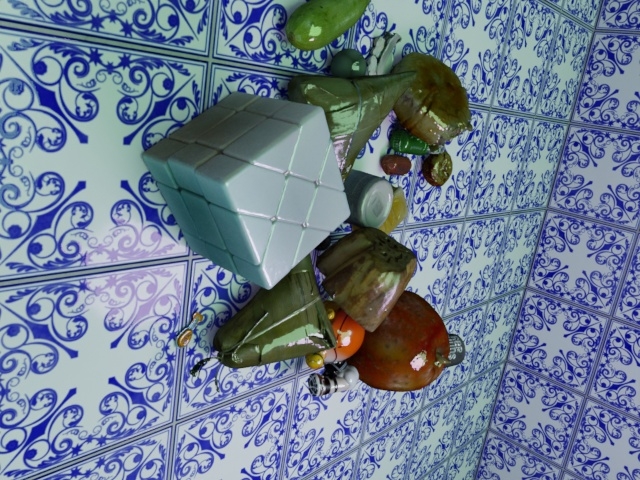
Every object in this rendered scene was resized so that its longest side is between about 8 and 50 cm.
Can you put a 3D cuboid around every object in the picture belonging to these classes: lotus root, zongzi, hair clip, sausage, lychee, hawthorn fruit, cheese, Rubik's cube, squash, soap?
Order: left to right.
[{"bbox_3d":[-0.358,0.246,1.531,0.111,0.017,0.047,-59,143,-12],"label":"cheese"},{"bbox_3d":[-0.165,-0.132,1.346,0.319,0.316,0.321,-43,133,-28],"label":"Rubik's cube"},{"bbox_3d":[-0.193,0.184,1.621,0.447,0.181,0.418,-9,85,-26],"label":"zongzi"},{"bbox_3d":[0.000,0.000,1.801,0.067,0.068,0.083,-32,151,21],"label":"lychee"},{"bbox_3d":[0.045,-0.618,1.526,0.370,0.118,0.118,-42,135,-33],"label":"squash"},{"bbox_3d":[0.100,-0.303,1.623,0.393,0.174,0.355,-12,122,-22],"label":"zongzi"},{"bbox_3d":[0.133,0.091,1.709,0.316,0.316,0.250,7,129,-51],"label":"lotus root"},{"bbox_3d":[0.211,-0.081,1.999,0.232,0.073,0.140,-42,130,-28],"label":"soap"},{"bbox_3d":[0.198,-0.575,1.778,0.116,0.049,0.172,20,94,-47],"label":"hair clip"},{"bbox_3d":[0.269,-0.265,1.984,0.141,0.076,0.076,-7,112,-46],"label":"sausage"},{"bbox_3d":[0.303,0.380,2.073,0.403,0.403,0.402,-24,124,-41],"label":"hawthorn fruit"}]

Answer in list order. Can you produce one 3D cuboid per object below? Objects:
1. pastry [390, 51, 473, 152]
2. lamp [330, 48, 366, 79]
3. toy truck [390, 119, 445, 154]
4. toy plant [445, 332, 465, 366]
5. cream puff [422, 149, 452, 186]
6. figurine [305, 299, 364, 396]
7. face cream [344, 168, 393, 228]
[{"bbox_3d":[0.360,-0.472,1.865,0.330,0.136,0.329,16,61,-30],"label":"pastry"},{"bbox_3d":[0.082,-0.502,1.629,0.105,0.105,0.105,-24,124,-41],"label":"lamp"},{"bbox_3d":[0.351,-0.366,2.013,0.243,0.101,0.124,-4,114,-46],"label":"toy truck"},{"bbox_3d":[0.447,0.480,2.458,0.400,0.185,0.279,2,99,-35],"label":"toy plant"},{"bbox_3d":[0.447,-0.282,2.175,0.149,0.084,0.149,-19,117,-44],"label":"cream puff"},{"bbox_3d":[0.049,0.337,1.884,0.320,0.196,0.323,-35,127,-71],"label":"figurine"},{"bbox_3d":[0.127,-0.133,1.815,0.177,0.153,0.177,-25,126,-41],"label":"face cream"}]
